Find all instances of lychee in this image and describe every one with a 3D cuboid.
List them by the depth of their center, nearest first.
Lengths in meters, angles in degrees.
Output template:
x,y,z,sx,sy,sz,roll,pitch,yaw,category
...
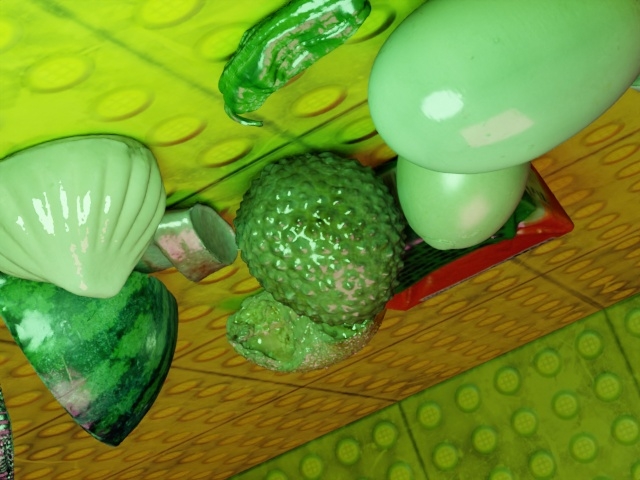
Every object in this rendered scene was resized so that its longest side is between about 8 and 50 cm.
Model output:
x,y,z,sx,sy,sz,roll,pitch,yaw,category
0.000,0.000,1.851,0.274,0.255,0.255,5,149,-40,lychee

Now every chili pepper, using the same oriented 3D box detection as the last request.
x,y,z,sx,sy,sz,roll,pitch,yaw,category
-0.035,-0.224,1.471,0.257,0.074,0.100,-33,157,30,chili pepper

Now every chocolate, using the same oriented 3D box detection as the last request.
x,y,z,sx,sy,sz,roll,pitch,yaw,category
0.190,-0.028,2.112,0.360,0.161,0.341,-27,160,22,chocolate

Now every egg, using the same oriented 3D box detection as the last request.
x,y,z,sx,sy,sz,roll,pitch,yaw,category
0.233,-0.212,1.541,0.371,0.230,0.230,-23,162,-9,egg
0.203,-0.109,1.815,0.186,0.253,0.186,15,-174,-2,egg

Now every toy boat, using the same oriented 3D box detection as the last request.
x,y,z,sx,sy,sz,roll,pitch,yaw,category
-0.281,0.023,1.924,0.282,0.096,0.206,-14,159,22,toy boat

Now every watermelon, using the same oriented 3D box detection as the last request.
x,y,z,sx,sy,sz,roll,pitch,yaw,category
-0.320,0.120,1.886,0.222,0.319,0.292,-33,174,-9,watermelon

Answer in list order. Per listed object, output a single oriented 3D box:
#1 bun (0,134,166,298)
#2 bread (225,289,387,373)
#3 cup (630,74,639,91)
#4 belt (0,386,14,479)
x,y,z,sx,sy,sz,roll,pitch,yaw,category
-0.312,-0.006,1.640,0.263,0.175,0.263,-17,160,-7,bun
-0.013,0.161,2.417,0.314,0.171,0.192,-20,158,1,bread
0.503,-0.269,1.865,0.136,0.099,0.133,-30,158,29,cup
-0.520,0.217,1.837,0.122,0.325,0.260,-14,126,-22,belt
